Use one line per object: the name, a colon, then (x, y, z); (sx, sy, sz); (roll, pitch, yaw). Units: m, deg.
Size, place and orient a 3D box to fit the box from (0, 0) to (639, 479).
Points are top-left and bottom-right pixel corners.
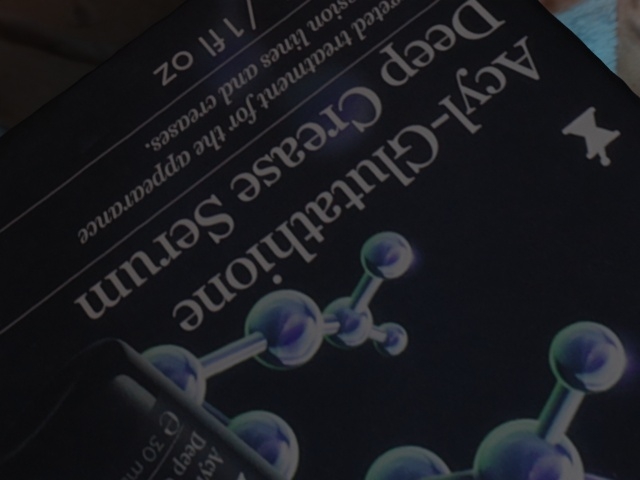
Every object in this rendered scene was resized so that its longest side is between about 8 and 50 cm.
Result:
box: (0.043, 0.085, 0.413); (0.293, 0.395, 0.212); (-39, 163, -6)
